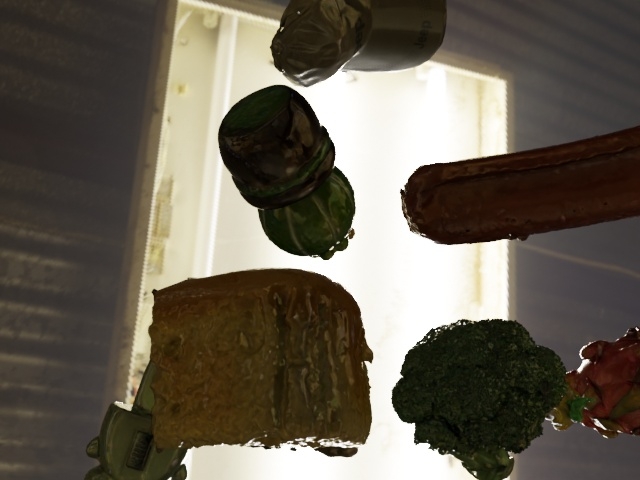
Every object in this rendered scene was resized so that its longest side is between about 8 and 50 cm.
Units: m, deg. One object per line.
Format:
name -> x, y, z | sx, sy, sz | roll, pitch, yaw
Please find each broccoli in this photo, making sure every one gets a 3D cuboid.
broccoli -> 0.245, 0.245, 1.183 | 0.270, 0.270, 0.270 | -35, -59, -36

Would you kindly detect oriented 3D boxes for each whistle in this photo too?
whistle -> -0.189, 0.221, 0.827 | 0.110, 0.092, 0.244 | 18, -100, -4

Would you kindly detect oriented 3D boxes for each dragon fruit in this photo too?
dragon fruit -> 0.690, 0.295, 1.702 | 0.307, 0.243, 0.227 | -32, -100, -7

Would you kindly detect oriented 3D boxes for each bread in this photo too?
bread -> -0.044, 0.118, 0.812 | 0.262, 0.163, 0.204 | 7, -114, -31

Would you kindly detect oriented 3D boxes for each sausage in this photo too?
sausage -> 0.249, -0.055, 0.814 | 0.331, 0.102, 0.102 | -10, -101, 5

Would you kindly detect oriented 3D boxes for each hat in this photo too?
hat -> 0.058, -0.302, 1.156 | 0.245, 0.214, 0.149 | 10, -131, 6

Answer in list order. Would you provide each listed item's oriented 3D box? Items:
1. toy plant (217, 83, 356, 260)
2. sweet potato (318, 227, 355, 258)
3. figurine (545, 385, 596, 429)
toy plant -> -0.021, -0.049, 0.681 | 0.092, 0.093, 0.162 | -56, -46, -32
sweet potato -> 0.001, 0.001, 1.166 | 0.057, 0.264, 0.057 | 0, -89, -15
figurine -> 0.486, 0.320, 1.561 | 0.115, 0.156, 0.094 | -31, -90, -27
